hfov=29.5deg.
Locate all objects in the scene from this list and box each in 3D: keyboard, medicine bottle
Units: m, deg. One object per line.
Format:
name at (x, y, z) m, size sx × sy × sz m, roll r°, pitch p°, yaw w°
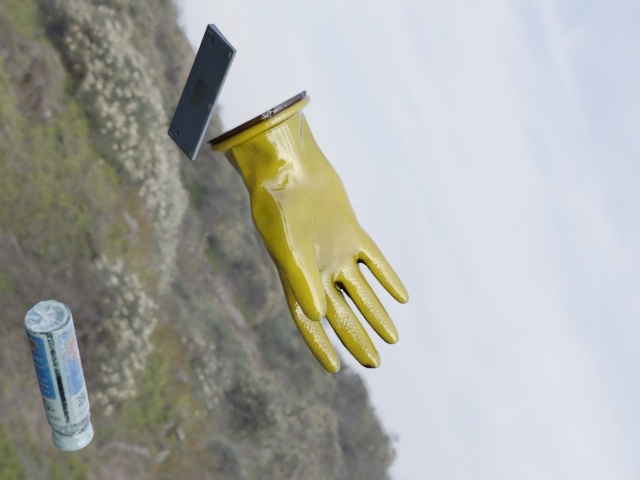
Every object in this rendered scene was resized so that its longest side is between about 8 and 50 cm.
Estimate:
keyboard at (-0.146, -0.180, 1.490) m, size 0.055 × 0.014 × 0.176 m, roll 50°, pitch -45°, yaw 26°
medicine bottle at (-0.282, 0.150, 1.321) m, size 0.051 × 0.051 × 0.191 m, roll -119°, pitch -158°, yaw -45°

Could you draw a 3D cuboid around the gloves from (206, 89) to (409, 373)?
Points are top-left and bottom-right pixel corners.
gloves at (0.001, -0.001, 1.273) m, size 0.294 × 0.133 × 0.116 m, roll 63°, pitch -17°, yaw -8°
